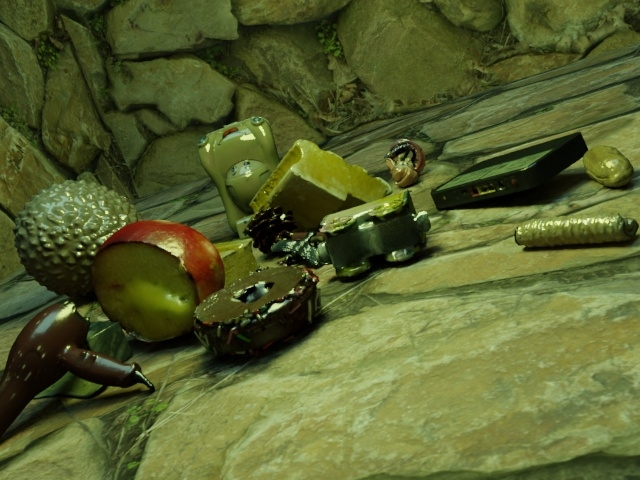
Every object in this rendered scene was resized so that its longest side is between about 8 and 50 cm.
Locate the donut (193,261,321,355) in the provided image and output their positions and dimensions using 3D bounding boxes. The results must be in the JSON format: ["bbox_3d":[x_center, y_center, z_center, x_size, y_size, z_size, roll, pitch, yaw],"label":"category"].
[{"bbox_3d":[-0.120,0.136,1.455,0.269,0.103,0.270,-20,17,6],"label":"donut"}]

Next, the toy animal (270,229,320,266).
[{"bbox_3d":[-0.048,0.024,1.830,0.107,0.062,0.220,-27,22,-25],"label":"toy animal"}]

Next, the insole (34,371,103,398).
[{"bbox_3d":[-0.552,0.298,1.593,0.322,0.007,0.109,-6,41,41],"label":"insole"}]

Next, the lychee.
[{"bbox_3d":[-0.737,-0.002,2.293,0.431,0.381,0.380,8,25,21],"label":"lychee"}]

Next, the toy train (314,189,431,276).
[{"bbox_3d":[0.114,-0.017,1.612,0.260,0.134,0.177,-17,15,15],"label":"toy train"}]

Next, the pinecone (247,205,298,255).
[{"bbox_3d":[-0.119,-0.020,1.970,0.140,0.140,0.121,-25,52,-14],"label":"pinecone"}]

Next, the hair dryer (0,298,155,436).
[{"bbox_3d":[-0.477,0.279,1.434,0.340,0.123,0.313,11,58,24],"label":"hair dryer"}]

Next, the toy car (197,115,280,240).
[{"bbox_3d":[-0.224,-0.192,2.301,0.242,0.336,0.226,-19,16,6],"label":"toy car"}]

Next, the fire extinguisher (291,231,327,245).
[{"bbox_3d":[0.000,0.000,1.874,0.173,0.049,0.035,-2,5,42],"label":"fire extinguisher"}]

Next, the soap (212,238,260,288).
[{"bbox_3d":[-0.327,0.083,1.953,0.314,0.091,0.199,-7,21,41],"label":"soap"}]

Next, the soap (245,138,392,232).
[{"bbox_3d":[-0.014,-0.091,2.097,0.339,0.304,0.169,-46,23,48],"label":"soap"}]

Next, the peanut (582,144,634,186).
[{"bbox_3d":[0.605,-0.157,1.558,0.080,0.080,0.174,-19,18,7],"label":"peanut"}]

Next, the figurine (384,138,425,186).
[{"bbox_3d":[0.250,-0.213,2.215,0.114,0.126,0.157,126,157,-54],"label":"figurine"}]

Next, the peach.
[{"bbox_3d":[-0.349,0.093,1.631,0.281,0.281,0.338,-26,24,-17],"label":"peach"}]

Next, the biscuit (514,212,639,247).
[{"bbox_3d":[0.446,-0.019,1.319,0.061,0.055,0.219,-19,10,-40],"label":"biscuit"}]

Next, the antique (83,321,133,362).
[{"bbox_3d":[-0.512,0.237,1.656,0.182,0.088,0.086,-6,20,45],"label":"antique"}]

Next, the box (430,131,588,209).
[{"bbox_3d":[0.434,-0.157,1.746,0.211,0.058,0.350,-32,11,-29],"label":"box"}]
